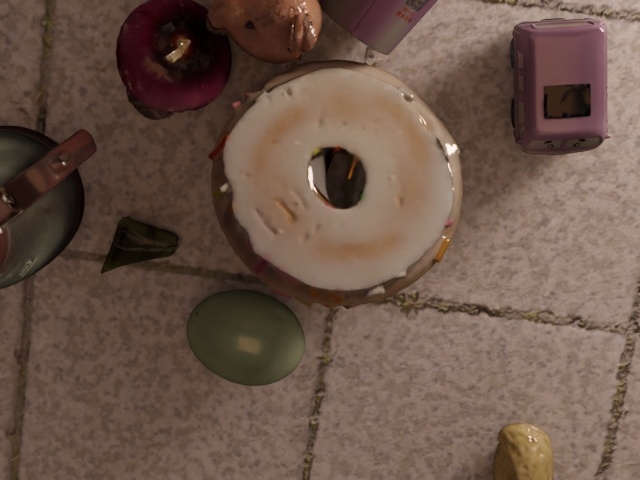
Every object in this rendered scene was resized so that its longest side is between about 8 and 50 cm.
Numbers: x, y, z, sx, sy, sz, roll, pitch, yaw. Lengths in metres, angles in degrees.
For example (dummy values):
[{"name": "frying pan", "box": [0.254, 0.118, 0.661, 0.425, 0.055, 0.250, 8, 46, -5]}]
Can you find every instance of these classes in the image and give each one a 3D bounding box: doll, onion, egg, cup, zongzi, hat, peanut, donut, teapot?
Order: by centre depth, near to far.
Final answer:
[{"name": "doll", "box": [-0.115, -0.389, 1.518, 0.156, 0.201, 0.303, -29, 98, -14]}, {"name": "cup", "box": [0.131, -0.425, 1.527, 0.203, 0.203, 0.288, 34, 108, -8]}, {"name": "teapot", "box": [-0.461, -0.056, 1.549, 0.315, 0.312, 0.233, -36, 103, 9]}, {"name": "onion", "box": [-0.217, -0.277, 1.571, 0.177, 0.177, 0.153, 40, 134, -9]}, {"name": "donut", "box": [0.020, -0.079, 1.573, 0.383, 0.142, 0.382, 1, 77, -5]}, {"name": "hat", "box": [-0.265, -0.226, 1.647, 0.087, 0.042, 0.058, 25, 143, -30]}, {"name": "egg", "box": [-0.119, 0.154, 1.680, 0.192, 0.149, 0.149, 17, 104, 5]}, {"name": "zongzi", "box": [-0.291, 0.025, 1.706, 0.104, 0.052, 0.113, 21, 116, -11]}, {"name": "peanut", "box": [0.354, 0.426, 1.766, 0.124, 0.123, 0.256, -6, 100, 2]}]

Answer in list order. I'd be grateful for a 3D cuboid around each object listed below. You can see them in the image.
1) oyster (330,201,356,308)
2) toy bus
[{"name": "oyster", "box": [-0.002, 0.016, 1.682, 0.233, 0.107, 0.161, 41, 102, 9]}, {"name": "toy bus", "box": [0.357, -0.230, 1.585, 0.142, 0.142, 0.202, -4, 104, 1]}]
